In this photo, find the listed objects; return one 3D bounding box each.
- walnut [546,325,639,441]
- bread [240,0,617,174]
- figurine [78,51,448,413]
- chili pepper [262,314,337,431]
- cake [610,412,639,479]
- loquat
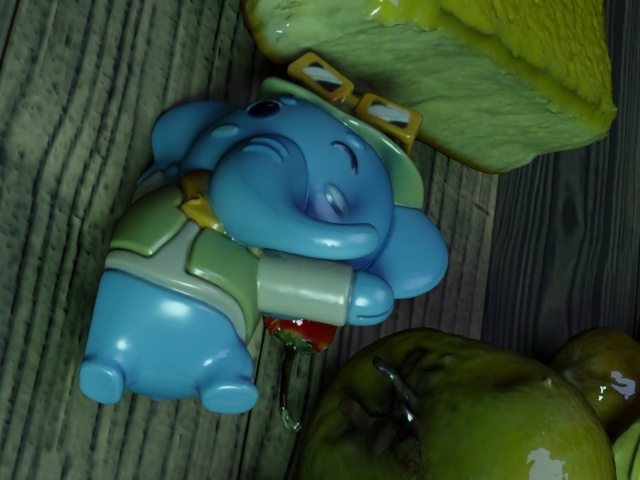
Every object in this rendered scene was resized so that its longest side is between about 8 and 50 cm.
[{"bbox_3d":[0.261,0.144,1.225,0.207,0.116,0.115,36,56,-41],"label":"walnut"},{"bbox_3d":[0.083,-0.242,1.048,0.324,0.143,0.333,25,58,-48],"label":"bread"},{"bbox_3d":[-0.030,0.004,0.844,0.262,0.180,0.153,-66,145,-42],"label":"figurine"},{"bbox_3d":[0.000,0.000,0.978,0.059,0.050,0.268,27,59,-27],"label":"chili pepper"},{"bbox_3d":[0.245,0.290,1.083,0.227,0.222,0.286,-41,115,-50],"label":"cake"},{"bbox_3d":[0.083,0.159,0.919,0.213,0.213,0.213,15,71,-49],"label":"loquat"}]
